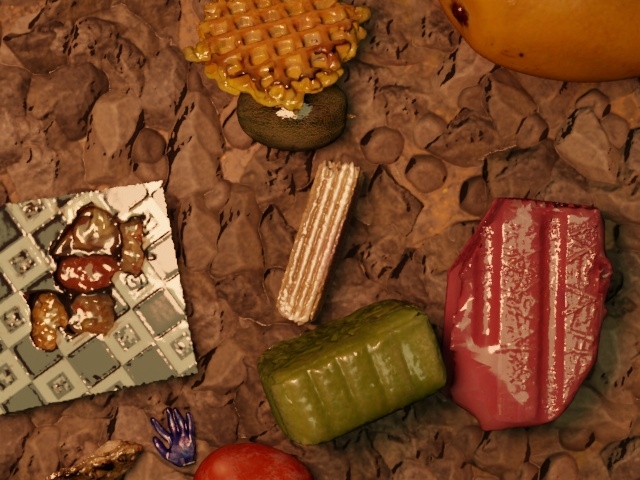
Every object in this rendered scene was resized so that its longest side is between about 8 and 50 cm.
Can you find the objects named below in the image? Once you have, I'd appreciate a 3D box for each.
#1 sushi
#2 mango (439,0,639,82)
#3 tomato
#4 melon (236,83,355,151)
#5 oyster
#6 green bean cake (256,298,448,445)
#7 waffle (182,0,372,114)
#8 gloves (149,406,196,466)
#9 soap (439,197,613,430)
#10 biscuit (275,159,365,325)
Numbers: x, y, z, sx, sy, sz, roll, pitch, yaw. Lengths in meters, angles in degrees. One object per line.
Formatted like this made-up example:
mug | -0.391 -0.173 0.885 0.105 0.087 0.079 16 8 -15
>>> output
sushi | -0.335 0.079 1.823 0.294 0.059 0.292 -9 88 1
mango | 0.374 -0.365 1.740 0.445 0.232 0.300 -1 84 -8
tomato | -0.098 0.370 1.771 0.187 0.151 0.187 0 93 5
melon | -0.034 -0.179 1.794 0.167 0.114 0.114 6 89 1
oyster | -0.331 0.328 1.801 0.177 0.105 0.056 -26 75 -21
green bean cake | 0.043 0.170 1.737 0.248 0.222 0.125 -21 96 -5
waffle | -0.060 -0.283 1.775 0.237 0.059 0.243 16 53 20
gloves | -0.210 0.280 1.834 0.064 0.026 0.086 -11 89 3
soap | 0.282 0.102 1.779 0.220 0.127 0.325 4 90 2
biscuit | 0.000 0.000 1.795 0.061 0.108 0.239 18 90 7
